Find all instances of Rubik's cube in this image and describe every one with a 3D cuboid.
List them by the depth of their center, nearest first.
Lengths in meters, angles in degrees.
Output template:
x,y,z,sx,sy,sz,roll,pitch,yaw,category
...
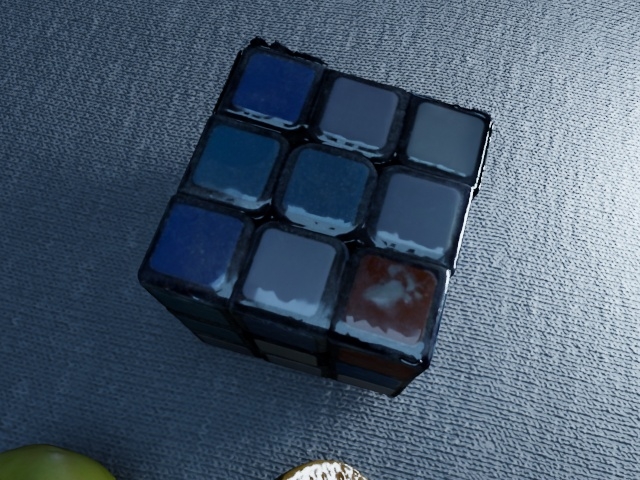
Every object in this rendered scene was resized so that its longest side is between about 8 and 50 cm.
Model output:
x,y,z,sx,sy,sz,roll,pitch,yaw,category
0.000,0.000,0.801,0.361,0.363,0.359,15,68,2,Rubik's cube

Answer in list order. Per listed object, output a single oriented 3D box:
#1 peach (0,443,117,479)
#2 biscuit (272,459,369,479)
x,y,z,sx,sy,sz,roll,pitch,yaw,category
-0.350,0.423,0.667,0.281,0.314,0.315,-3,36,-40,peach
0.028,0.465,0.683,0.063,0.314,0.368,-39,67,32,biscuit
